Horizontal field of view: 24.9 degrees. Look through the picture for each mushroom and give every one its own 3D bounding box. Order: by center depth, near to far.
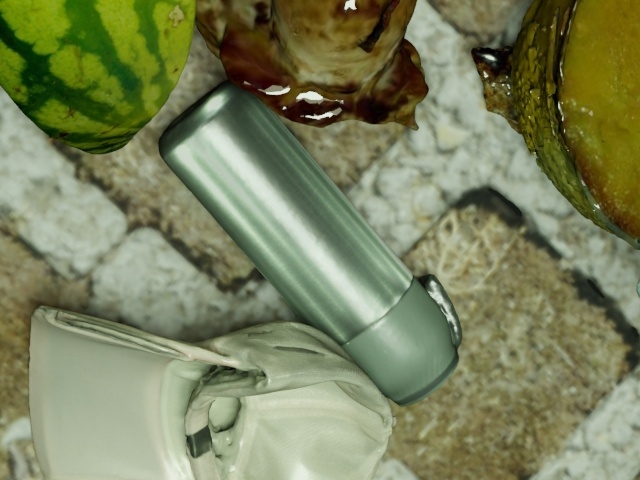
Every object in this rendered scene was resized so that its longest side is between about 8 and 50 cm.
[{"bbox_3d":[0.017,-0.282,0.844,0.331,0.334,0.356,30,78,-8],"label":"mushroom"}]

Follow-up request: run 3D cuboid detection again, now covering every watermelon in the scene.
[{"bbox_3d":[-0.181,-0.184,0.878,0.128,0.159,0.303,-29,106,-34],"label":"watermelon"}]

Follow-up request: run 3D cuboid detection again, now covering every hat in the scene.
[{"bbox_3d":[-0.083,0.113,0.993,0.226,0.164,0.219,31,132,24],"label":"hat"}]

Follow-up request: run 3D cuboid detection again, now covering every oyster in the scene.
[{"bbox_3d":[0.163,-0.094,1.025,0.132,0.029,0.086,4,95,-15],"label":"oyster"}]

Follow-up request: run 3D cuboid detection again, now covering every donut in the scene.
[{"bbox_3d":[0.250,-0.113,0.988,0.272,0.107,0.272,-3,96,-24],"label":"donut"}]

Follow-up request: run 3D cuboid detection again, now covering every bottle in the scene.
[{"bbox_3d":[0.000,0.000,0.994,0.253,0.079,0.096,50,64,-10],"label":"bottle"}]

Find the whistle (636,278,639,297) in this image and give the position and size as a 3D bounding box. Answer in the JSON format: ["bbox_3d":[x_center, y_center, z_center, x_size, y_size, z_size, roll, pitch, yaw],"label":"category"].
[{"bbox_3d":[0.307,-0.093,0.877,0.189,0.189,0.347,24,94,-11],"label":"whistle"}]
